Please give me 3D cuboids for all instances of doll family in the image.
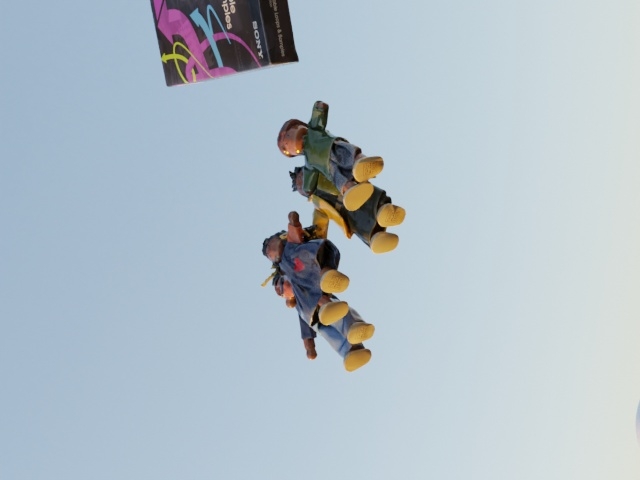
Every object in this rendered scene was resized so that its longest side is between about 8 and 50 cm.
[{"bbox_3d":[0.000,0.000,0.728,0.076,0.111,0.193,3,-69,-39],"label":"doll family"}]

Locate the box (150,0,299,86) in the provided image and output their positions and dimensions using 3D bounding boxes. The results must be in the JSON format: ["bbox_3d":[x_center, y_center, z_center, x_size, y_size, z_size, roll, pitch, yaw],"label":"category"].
[{"bbox_3d":[-0.079,-0.180,0.779,0.029,0.162,0.116,-16,-80,-35],"label":"box"}]

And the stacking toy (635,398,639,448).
[{"bbox_3d":[0.421,0.063,0.777,0.480,0.351,0.350,-53,2,40],"label":"stacking toy"}]
